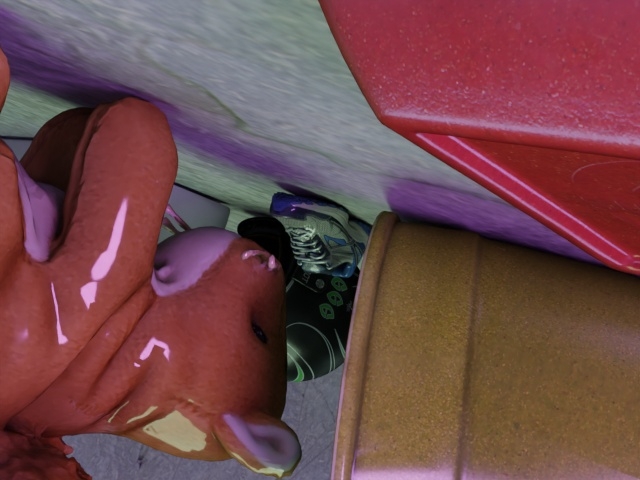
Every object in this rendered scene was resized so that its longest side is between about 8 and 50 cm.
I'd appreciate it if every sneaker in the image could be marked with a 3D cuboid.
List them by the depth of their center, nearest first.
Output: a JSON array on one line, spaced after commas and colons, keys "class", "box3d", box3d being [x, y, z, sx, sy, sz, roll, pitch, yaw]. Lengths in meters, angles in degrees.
[{"class": "sneaker", "box3d": [0.000, 0.000, 0.942, 0.052, 0.058, 0.135, 13, 172, 35]}]

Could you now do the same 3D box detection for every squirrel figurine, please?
[{"class": "squirrel figurine", "box3d": [-0.200, 0.093, 0.753, 0.370, 0.396, 0.281, 33, 161, -37]}]

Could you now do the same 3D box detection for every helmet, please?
[{"class": "helmet", "box3d": [-0.031, 0.068, 1.166, 0.169, 0.169, 0.161, 12, 155, 43]}]

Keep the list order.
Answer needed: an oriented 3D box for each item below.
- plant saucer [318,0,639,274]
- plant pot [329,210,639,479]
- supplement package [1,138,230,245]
[{"class": "plant saucer", "box3d": [0.158, -0.017, 0.386, 0.259, 0.047, 0.259, 13, 173, 40]}, {"class": "plant pot", "box3d": [0.203, 0.173, 0.794, 0.353, 0.366, 0.366, 4, 172, 9]}, {"class": "supplement package", "box3d": [-0.268, 0.018, 1.193, 0.198, 0.199, 0.263, 22, 173, -35]}]
